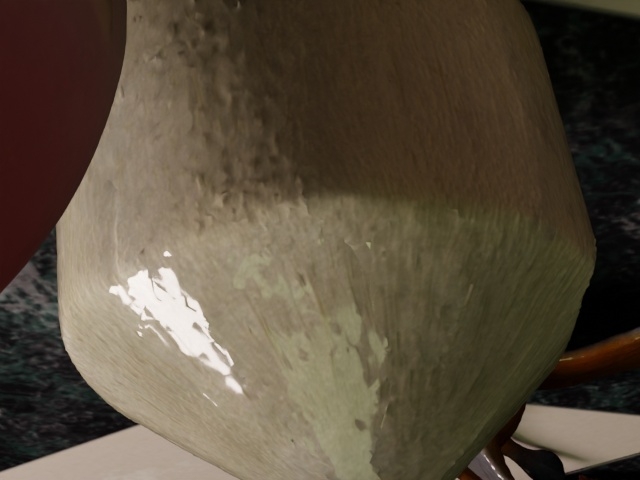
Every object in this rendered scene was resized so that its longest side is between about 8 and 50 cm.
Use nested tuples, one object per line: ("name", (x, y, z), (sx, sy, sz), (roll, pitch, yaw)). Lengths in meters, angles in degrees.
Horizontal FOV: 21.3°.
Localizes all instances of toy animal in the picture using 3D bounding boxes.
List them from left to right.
("toy animal", (0.116, 0.113, 1.159), (0.302, 0.225, 0.284), (25, 163, -19))

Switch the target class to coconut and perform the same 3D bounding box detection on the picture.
("coconut", (0.000, 0.000, 0.760), (0.237, 0.266, 0.237), (-8, 147, -5))

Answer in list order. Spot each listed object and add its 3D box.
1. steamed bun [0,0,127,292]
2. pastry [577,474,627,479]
("steamed bun", (-0.195, -0.069, 0.547), (0.309, 0.309, 0.309), (-2, 150, -1))
("pastry", (0.256, 0.247, 1.390), (0.208, 0.097, 0.115), (1, 160, -8))
